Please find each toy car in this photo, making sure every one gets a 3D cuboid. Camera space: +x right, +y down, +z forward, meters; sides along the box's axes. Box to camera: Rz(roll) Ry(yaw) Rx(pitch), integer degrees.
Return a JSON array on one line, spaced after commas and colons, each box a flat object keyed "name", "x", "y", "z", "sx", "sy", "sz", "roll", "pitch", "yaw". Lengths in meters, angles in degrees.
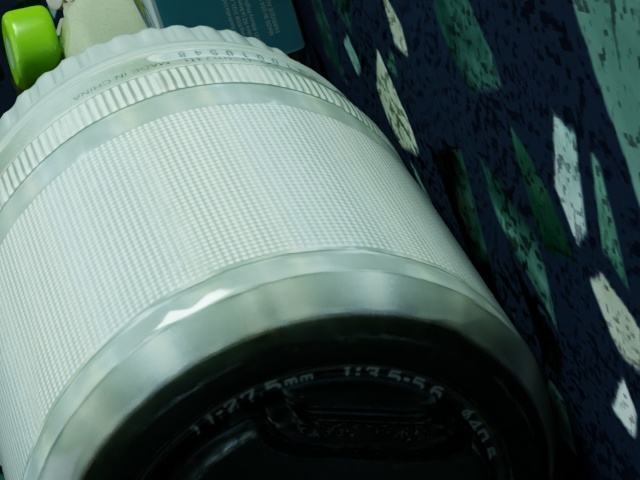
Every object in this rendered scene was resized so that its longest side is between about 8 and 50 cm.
[{"name": "toy car", "x": -0.111, "y": -0.062, "z": 1.297, "sx": 0.188, "sy": 0.155, "sz": 0.149, "roll": 90, "pitch": 161, "yaw": -45}]

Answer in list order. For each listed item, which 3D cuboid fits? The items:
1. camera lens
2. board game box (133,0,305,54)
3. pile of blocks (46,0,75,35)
[{"name": "camera lens", "x": -0.037, "y": 0.052, "z": 0.868, "sx": 0.274, "sy": 0.219, "sz": 0.219, "roll": -119, "pitch": 10, "yaw": -54}, {"name": "board game box", "x": -0.120, "y": -0.273, "z": 1.163, "sx": 0.336, "sy": 0.079, "sz": 0.254, "roll": -121, "pitch": 11, "yaw": -56}, {"name": "pile of blocks", "x": -0.178, "y": -0.219, "z": 1.892, "sx": 0.112, "sy": 0.149, "sz": 0.362, "roll": -20, "pitch": -80, "yaw": -53}]
